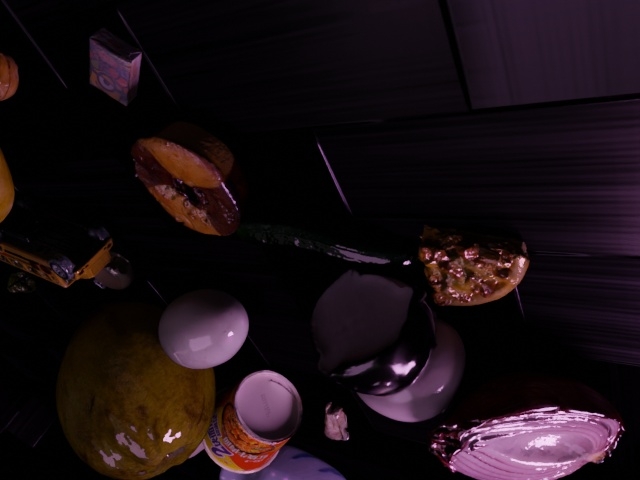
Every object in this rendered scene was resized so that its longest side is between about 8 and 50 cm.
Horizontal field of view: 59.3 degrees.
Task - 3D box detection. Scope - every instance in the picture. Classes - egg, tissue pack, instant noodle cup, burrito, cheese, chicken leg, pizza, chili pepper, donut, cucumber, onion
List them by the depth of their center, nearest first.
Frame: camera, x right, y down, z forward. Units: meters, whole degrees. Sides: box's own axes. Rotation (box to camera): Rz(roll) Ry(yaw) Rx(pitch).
[{"bbox_3d":[0.176,0.037,0.716,0.134,0.046,0.175,31,145,1],"label":"pizza"},{"bbox_3d":[-0.271,-0.226,0.738,0.063,0.035,0.083,32,145,-1],"label":"tissue pack"},{"bbox_3d":[0.000,0.000,0.795,0.284,0.056,0.056,10,140,21],"label":"cucumber"},{"bbox_3d":[-0.179,-0.090,0.802,0.166,0.073,0.184,-9,129,42],"label":"donut"},{"bbox_3d":[0.269,0.256,0.803,0.283,0.120,0.227,11,131,-19],"label":"onion"},{"bbox_3d":[-0.547,-0.261,0.859,0.207,0.101,0.085,19,113,32],"label":"chicken leg"},{"bbox_3d":[-0.222,0.168,1.078,0.209,0.151,0.151,-18,122,45],"label":"egg"},{"bbox_3d":[-0.468,0.069,1.231,0.171,0.048,0.092,-7,128,42],"label":"cheese"},{"bbox_3d":[-0.147,0.400,1.277,0.213,0.213,0.174,35,136,-5],"label":"instant noodle cup"},{"bbox_3d":[0.034,0.416,1.283,0.055,0.041,0.149,5,139,12],"label":"burrito"},{"bbox_3d":[-0.790,0.110,1.500,0.072,0.073,0.204,29,161,-28],"label":"chili pepper"}]

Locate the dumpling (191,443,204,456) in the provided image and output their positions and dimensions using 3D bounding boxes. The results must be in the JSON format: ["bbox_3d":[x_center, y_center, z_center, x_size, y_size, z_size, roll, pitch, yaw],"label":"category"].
[{"bbox_3d":[-0.373,0.497,1.540,0.341,0.181,0.260,26,133,-21],"label":"dumpling"}]

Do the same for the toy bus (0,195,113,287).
[{"bbox_3d":[-0.580,0.006,1.164,0.335,0.121,0.123,18,138,20],"label":"toy bus"}]

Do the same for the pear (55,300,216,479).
[{"bbox_3d":[-0.395,0.319,1.227,0.413,0.352,0.352,49,159,39],"label":"pear"}]

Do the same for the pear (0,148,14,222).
[{"bbox_3d":[-0.695,-0.183,0.967,0.386,0.191,0.340,44,144,-23],"label":"pear"}]

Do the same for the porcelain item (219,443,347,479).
[{"bbox_3d":[-0.072,0.705,1.596,0.405,0.178,0.243,15,141,18],"label":"porcelain item"}]

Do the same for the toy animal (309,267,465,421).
[{"bbox_3d":[0.104,0.161,0.811,0.187,0.165,0.235,17,160,47],"label":"toy animal"}]
